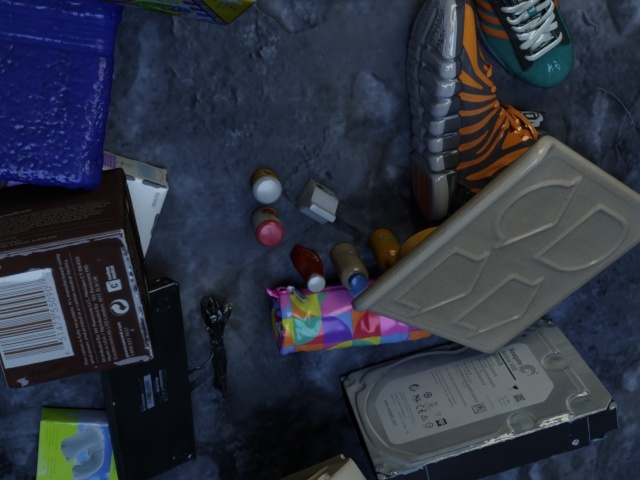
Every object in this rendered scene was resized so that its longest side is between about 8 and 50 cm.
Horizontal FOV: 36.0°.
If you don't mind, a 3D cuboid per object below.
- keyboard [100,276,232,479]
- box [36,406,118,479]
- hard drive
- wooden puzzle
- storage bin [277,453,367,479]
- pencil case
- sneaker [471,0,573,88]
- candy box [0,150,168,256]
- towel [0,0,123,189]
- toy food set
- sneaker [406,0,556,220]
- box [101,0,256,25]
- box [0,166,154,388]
[{"bbox_3d":[-0.208,0.188,1.367,0.201,0.033,0.317,-20,126,-29],"label":"keyboard"},{"bbox_3d":[-0.316,0.298,1.425,0.178,0.042,0.109,4,113,-13],"label":"box"},{"bbox_3d":[0.216,0.231,1.399,0.338,0.237,0.064,-15,120,-4],"label":"hard drive"},{"bbox_3d":[0.244,0.008,1.272,0.322,0.081,0.347,-42,143,26],"label":"wooden puzzle"},{"bbox_3d":[0.022,0.461,1.398,0.123,0.260,0.262,-34,87,-36],"label":"storage bin"},{"bbox_3d":[0.041,0.102,1.383,0.236,0.104,0.105,-5,115,-11],"label":"pencil case"},{"bbox_3d":[0.240,-0.305,1.226,0.108,0.121,0.302,-34,116,5],"label":"sneaker"},{"bbox_3d":[-0.312,-0.035,1.258,0.196,0.070,0.165,15,110,-18],"label":"candy box"},{"bbox_3d":[-0.345,-0.217,1.116,0.227,0.076,0.308,6,88,-11],"label":"towel"},{"bbox_3d":[0.000,0.000,1.322,0.232,0.104,0.111,31,105,-23],"label":"toy food set"},{"bbox_3d":[0.214,-0.183,1.290,0.180,0.125,0.321,-11,126,-12],"label":"sneaker"},{"bbox_3d":[-0.194,-0.401,1.012,0.279,0.177,0.290,9,92,-16],"label":"box"},{"bbox_3d":[-0.293,0.037,1.142,0.167,0.203,0.169,-11,116,-6],"label":"box"}]
